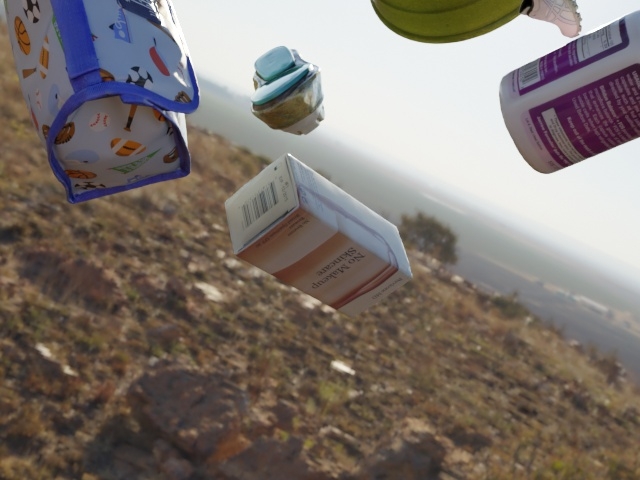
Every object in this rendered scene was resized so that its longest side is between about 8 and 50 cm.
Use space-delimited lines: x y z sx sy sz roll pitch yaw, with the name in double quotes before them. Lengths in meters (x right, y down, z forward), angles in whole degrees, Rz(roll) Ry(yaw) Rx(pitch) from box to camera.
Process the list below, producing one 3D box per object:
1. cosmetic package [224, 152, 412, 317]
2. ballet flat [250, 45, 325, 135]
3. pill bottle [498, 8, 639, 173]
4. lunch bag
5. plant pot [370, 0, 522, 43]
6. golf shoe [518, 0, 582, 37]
"cosmetic package" 0.000 0.000 1.509 0.296 0.153 0.129 29 33 -40
"ballet flat" -0.044 -0.226 1.416 0.123 0.123 0.348 23 17 -14
"pill bottle" 0.422 -0.222 1.275 0.301 0.169 0.169 -23 -22 31
"lunch bag" -0.312 -0.268 1.252 0.239 0.328 0.385 -17 -13 -8
"plant pot" 0.185 -0.579 1.470 0.366 0.366 0.353 30 -9 35
"golf shoe" 0.340 -0.358 1.350 0.176 0.086 0.069 45 24 -52
